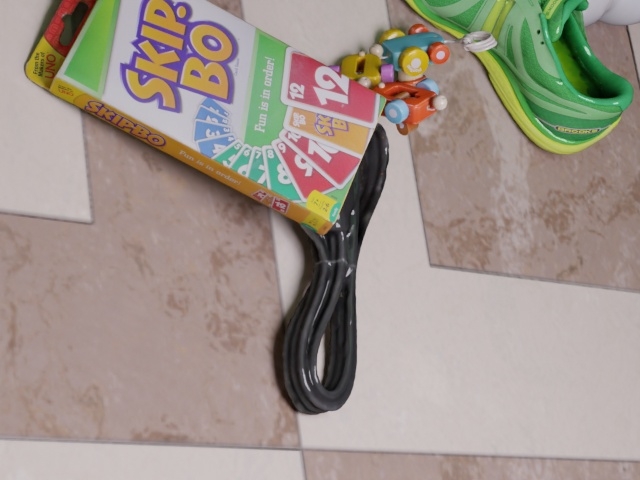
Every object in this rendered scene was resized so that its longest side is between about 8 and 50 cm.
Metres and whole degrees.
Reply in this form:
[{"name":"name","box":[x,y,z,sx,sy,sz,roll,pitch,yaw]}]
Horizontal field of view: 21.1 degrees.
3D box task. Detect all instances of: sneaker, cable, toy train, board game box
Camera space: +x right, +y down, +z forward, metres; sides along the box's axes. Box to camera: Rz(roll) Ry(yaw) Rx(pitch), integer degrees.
[{"name":"sneaker","box":[0.178,-0.214,1.566,0.295,0.123,0.109,46,48,-12]},{"name":"cable","box":[0.000,0.000,1.384,0.139,0.072,0.287,15,72,-54]},{"name":"toy train","box":[0.078,-0.133,1.465,0.166,0.125,0.046,-40,135,-47]},{"name":"board game box","box":[-0.085,-0.117,1.313,0.259,0.039,0.124,27,62,-7]}]

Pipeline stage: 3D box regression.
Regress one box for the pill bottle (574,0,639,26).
[{"name":"pill bottle","box":[0.324,-0.300,1.672,0.278,0.162,0.162,-22,84,-26]}]
